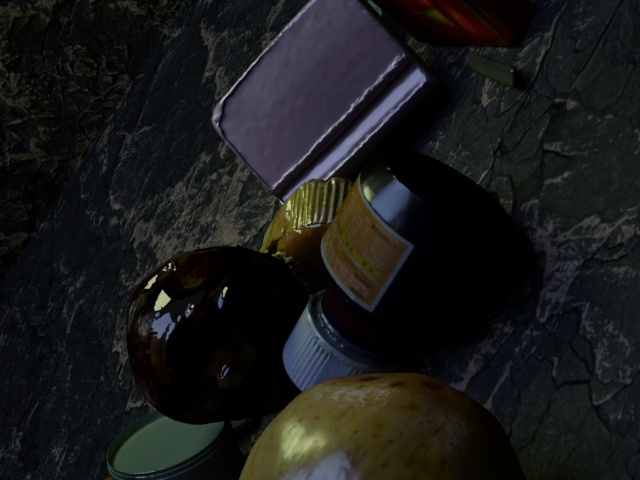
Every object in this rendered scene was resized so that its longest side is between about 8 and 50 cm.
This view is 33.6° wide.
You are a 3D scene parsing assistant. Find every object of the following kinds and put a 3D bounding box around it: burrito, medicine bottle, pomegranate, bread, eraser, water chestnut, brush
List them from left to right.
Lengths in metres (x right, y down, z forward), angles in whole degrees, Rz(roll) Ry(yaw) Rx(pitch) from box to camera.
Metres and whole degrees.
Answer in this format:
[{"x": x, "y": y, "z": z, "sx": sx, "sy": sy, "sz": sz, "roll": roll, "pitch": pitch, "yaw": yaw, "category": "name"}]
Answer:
[{"x": -0.178, "y": 0.153, "z": 1.793, "sx": 0.347, "sy": 0.335, "sz": 0.335, "roll": 17, "pitch": 83, "yaw": 55, "category": "water chestnut"}, {"x": -0.178, "y": 0.356, "z": 2.021, "sx": 0.188, "sy": 0.058, "sz": 0.045, "roll": -43, "pitch": 8, "yaw": 38, "category": "burrito"}, {"x": 0.000, "y": 0.000, "z": 1.864, "sx": 0.250, "sy": 0.179, "sz": 0.133, "roll": -35, "pitch": 42, "yaw": 46, "category": "bread"}, {"x": 0.002, "y": -0.255, "z": 1.931, "sx": 0.359, "sy": 0.272, "sz": 0.122, "roll": -43, "pitch": -7, "yaw": 16, "category": "eraser"}, {"x": 0.055, "y": 0.344, "z": 1.212, "sx": 0.410, "sy": 0.410, "sz": 0.410, "roll": -42, "pitch": 34, "yaw": 37, "category": "pomegranate"}, {"x": 0.089, "y": 0.072, "z": 1.571, "sx": 0.395, "sy": 0.242, "sz": 0.242, "roll": -57, "pitch": 26, "yaw": 26, "category": "medicine bottle"}, {"x": 0.289, "y": -0.285, "z": 1.751, "sx": 0.190, "sy": 0.027, "sz": 0.034, "roll": -129, "pitch": 31, "yaw": -67, "category": "brush"}]

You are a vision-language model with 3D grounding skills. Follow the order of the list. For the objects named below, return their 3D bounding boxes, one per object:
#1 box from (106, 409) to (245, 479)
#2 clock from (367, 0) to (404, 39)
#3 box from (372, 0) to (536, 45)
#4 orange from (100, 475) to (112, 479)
[{"x": -0.247, "y": 0.404, "z": 1.868, "sx": 0.226, "sy": 0.149, "sz": 0.226, "roll": -15, "pitch": 21, "yaw": 6, "category": "box"}, {"x": 0.059, "y": -0.379, "z": 2.219, "sx": 0.312, "sy": 0.061, "sz": 0.313, "roll": -41, "pitch": 35, "yaw": 37, "category": "clock"}, {"x": 0.201, "y": -0.428, "z": 1.835, "sx": 0.089, "sy": 0.197, "sz": 0.313, "roll": -56, "pitch": 26, "yaw": -6, "category": "box"}, {"x": -0.359, "y": 0.560, "z": 1.993, "sx": 0.249, "sy": 0.249, "sz": 0.183, "roll": -126, "pitch": 47, "yaw": -61, "category": "orange"}]
